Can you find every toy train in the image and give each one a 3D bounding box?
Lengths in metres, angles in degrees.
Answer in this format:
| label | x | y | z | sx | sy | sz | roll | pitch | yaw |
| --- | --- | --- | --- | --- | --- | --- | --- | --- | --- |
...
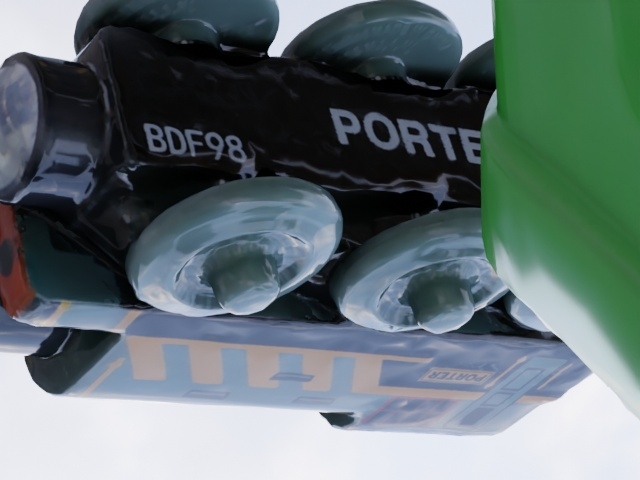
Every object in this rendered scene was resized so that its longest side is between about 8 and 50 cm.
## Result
| label | x | y | z | sx | sy | sz | roll | pitch | yaw |
| --- | --- | --- | --- | --- | --- | --- | --- | --- | --- |
| toy train | 0.000 | 0.000 | 0.766 | 0.190 | 0.334 | 0.142 | -45 | -128 | 41 |

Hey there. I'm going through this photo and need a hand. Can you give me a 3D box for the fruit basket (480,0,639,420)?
| label | x | y | z | sx | sy | sz | roll | pitch | yaw |
| --- | --- | --- | --- | --- | --- | --- | --- | --- | --- |
| fruit basket | 0.218 | 0.020 | 0.300 | 0.283 | 0.392 | 0.392 | -29 | -144 | -6 |
